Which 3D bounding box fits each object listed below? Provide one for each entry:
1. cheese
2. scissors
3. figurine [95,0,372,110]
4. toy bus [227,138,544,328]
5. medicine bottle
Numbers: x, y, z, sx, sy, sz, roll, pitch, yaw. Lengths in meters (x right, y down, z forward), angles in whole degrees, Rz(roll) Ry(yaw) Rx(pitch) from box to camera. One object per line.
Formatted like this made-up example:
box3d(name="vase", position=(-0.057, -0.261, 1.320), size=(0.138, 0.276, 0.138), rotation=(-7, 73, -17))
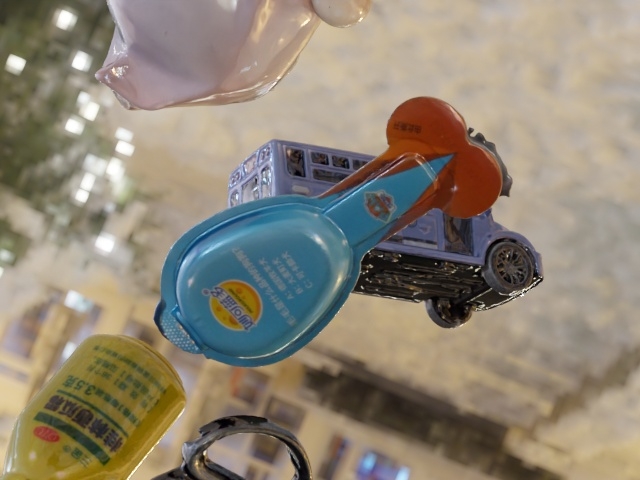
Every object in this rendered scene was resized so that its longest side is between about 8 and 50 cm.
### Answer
box3d(name="cheese", position=(0.000, 0.000, 1.229), size=(0.106, 0.256, 0.037), rotation=(52, -160, -12))
box3d(name="scissors", position=(0.003, 0.194, 1.234), size=(0.300, 0.109, 0.022), rotation=(35, -167, -43))
box3d(name="figurine", position=(-0.046, -0.198, 1.161), size=(0.133, 0.276, 0.200), rotation=(-1, -149, -43))
box3d(name="toy bus", position=(0.062, -0.008, 1.824), size=(0.292, 0.133, 0.125), rotation=(9, 157, -26))
box3d(name="medicine bottle", position=(-0.198, 0.173, 1.413), size=(0.095, 0.260, 0.064), rotation=(33, 143, 7))
